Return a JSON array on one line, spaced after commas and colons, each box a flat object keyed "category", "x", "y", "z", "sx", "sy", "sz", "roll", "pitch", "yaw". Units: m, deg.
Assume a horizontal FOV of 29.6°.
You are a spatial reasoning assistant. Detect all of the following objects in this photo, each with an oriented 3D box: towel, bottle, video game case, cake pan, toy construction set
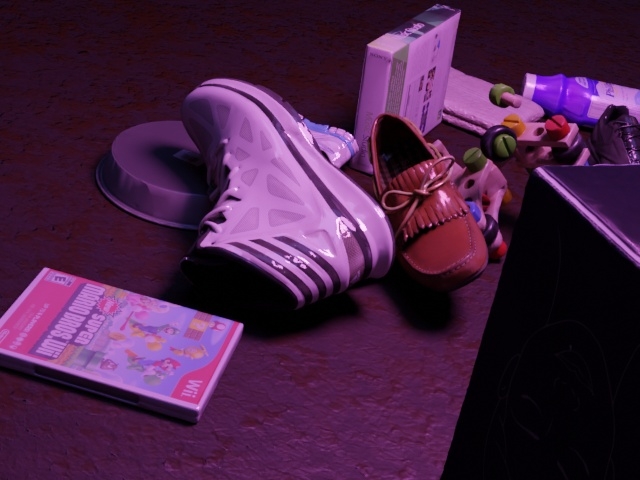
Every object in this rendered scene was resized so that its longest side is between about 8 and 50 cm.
[{"category": "towel", "x": 0.288, "y": -0.277, "z": 2.427, "sx": 0.282, "sy": 0.049, "sz": 0.187, "roll": 26, "pitch": 34, "yaw": 21}, {"category": "bottle", "x": 0.552, "y": -0.282, "z": 2.486, "sx": 0.283, "sy": 0.092, "sz": 0.118, "roll": 13, "pitch": 25, "yaw": 1}, {"category": "video game case", "x": -0.261, "y": 0.128, "z": 1.544, "sx": 0.285, "sy": 0.025, "sz": 0.204, "roll": 16, "pitch": 30, "yaw": 5}, {"category": "cake pan", "x": -0.211, "y": -0.112, "z": 1.946, "sx": 0.293, "sy": 0.054, "sz": 0.293, "roll": 9, "pitch": 30, "yaw": -5}, {"category": "toy construction set", "x": 0.314, "y": -0.107, "z": 2.007, "sx": 0.309, "sy": 0.257, "sz": 0.237, "roll": 20, "pitch": 10, "yaw": -31}]

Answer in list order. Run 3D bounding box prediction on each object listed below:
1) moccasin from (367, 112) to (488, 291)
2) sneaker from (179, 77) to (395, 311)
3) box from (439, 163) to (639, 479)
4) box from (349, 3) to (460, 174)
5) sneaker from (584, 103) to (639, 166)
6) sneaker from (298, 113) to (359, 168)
[{"category": "moccasin", "x": 0.152, "y": -0.067, "z": 1.818, "sx": 0.139, "sy": 0.147, "sz": 0.380, "roll": -23, "pitch": 39, "yaw": 11}, {"category": "sneaker", "x": -0.124, "y": -0.068, "z": 1.727, "sx": 0.257, "sy": 0.169, "sz": 0.447, "roll": -25, "pitch": 52, "yaw": -31}, {"category": "box", "x": 0.370, "y": 0.240, "z": 1.136, "sx": 0.297, "sy": 0.472, "sz": 0.480, "roll": -2, "pitch": 32, "yaw": -25}, {"category": "box", "x": 0.155, "y": -0.278, "z": 2.190, "sx": 0.058, "sy": 0.232, "sz": 0.322, "roll": 18, "pitch": 29, "yaw": 19}, {"category": "sneaker", "x": 0.563, "y": -0.158, "z": 2.242, "sx": 0.109, "sy": 0.130, "sz": 0.286, "roll": 6, "pitch": 31, "yaw": -15}, {"category": "sneaker", "x": -0.034, "y": -0.166, "z": 2.098, "sx": 0.191, "sy": 0.071, "sz": 0.083, "roll": 17, "pitch": 55, "yaw": 28}]
